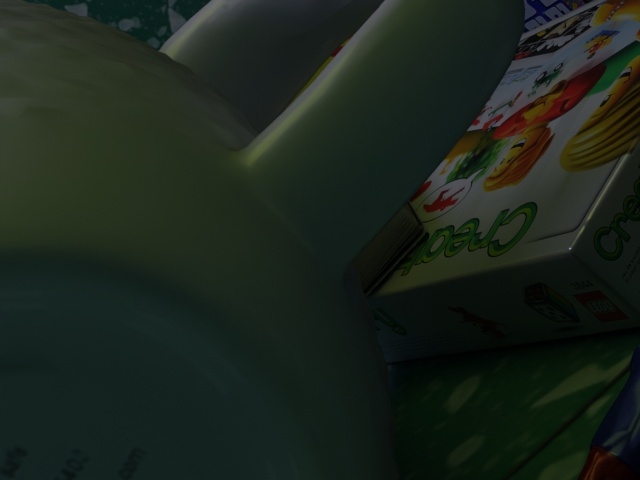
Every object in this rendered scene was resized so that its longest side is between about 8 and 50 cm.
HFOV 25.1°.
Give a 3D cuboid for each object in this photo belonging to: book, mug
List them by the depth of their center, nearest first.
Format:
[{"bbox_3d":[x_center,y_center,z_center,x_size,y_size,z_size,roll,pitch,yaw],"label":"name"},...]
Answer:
[{"bbox_3d":[-0.083,0.021,0.490,0.374,0.276,0.328,-46,18,-5],"label":"mug"},{"bbox_3d":[0.000,0.000,0.731,0.096,0.035,0.144,-50,15,11],"label":"book"}]

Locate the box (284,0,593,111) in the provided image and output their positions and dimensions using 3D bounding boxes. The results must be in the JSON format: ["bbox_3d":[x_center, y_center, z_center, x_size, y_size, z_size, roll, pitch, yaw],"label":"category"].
[{"bbox_3d":[0.099,-0.204,1.031,0.279,0.177,0.290,-28,30,43],"label":"box"}]

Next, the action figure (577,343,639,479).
[{"bbox_3d":[0.128,-0.022,0.432,0.280,0.139,0.091,-38,11,-23],"label":"action figure"}]

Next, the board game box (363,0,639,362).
[{"bbox_3d":[0.093,-0.031,0.708,0.193,0.053,0.305,-55,16,-23],"label":"board game box"}]
